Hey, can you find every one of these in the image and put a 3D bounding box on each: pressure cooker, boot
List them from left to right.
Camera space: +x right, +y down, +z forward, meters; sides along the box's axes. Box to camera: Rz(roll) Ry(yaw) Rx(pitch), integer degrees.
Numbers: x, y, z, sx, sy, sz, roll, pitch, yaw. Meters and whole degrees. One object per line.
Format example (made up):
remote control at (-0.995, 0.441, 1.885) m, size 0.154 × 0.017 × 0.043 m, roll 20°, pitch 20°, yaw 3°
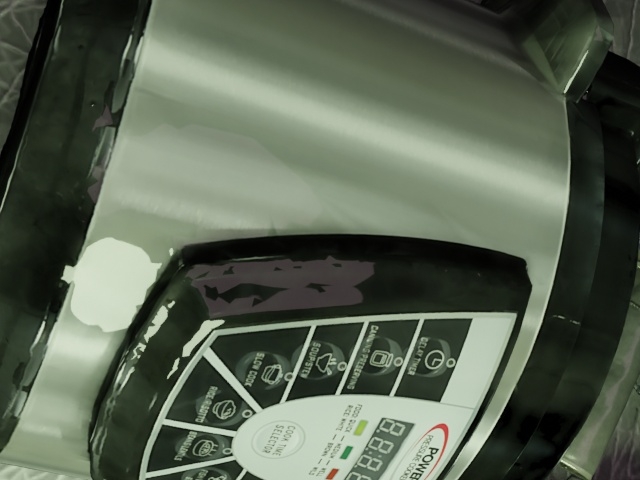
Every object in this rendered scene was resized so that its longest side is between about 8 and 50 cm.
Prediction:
pressure cooker at (0.000, -0.005, 0.632) m, size 0.420 × 0.370 × 0.375 m, roll 17°, pitch 78°, yaw -20°
boot at (0.273, 0.114, 0.845) m, size 0.208 × 0.190 × 0.076 m, roll -56°, pitch 136°, yaw -20°

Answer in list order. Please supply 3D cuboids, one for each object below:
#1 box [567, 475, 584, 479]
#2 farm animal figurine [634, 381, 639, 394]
box at (0.312, 0.308, 0.877) m, size 0.036 × 0.114 × 0.207 m, roll -45°, pitch 103°, yaw -16°
farm animal figurine at (0.463, 0.126, 0.906) m, size 0.327 × 0.172 × 0.330 m, roll -13°, pitch 93°, yaw -20°
